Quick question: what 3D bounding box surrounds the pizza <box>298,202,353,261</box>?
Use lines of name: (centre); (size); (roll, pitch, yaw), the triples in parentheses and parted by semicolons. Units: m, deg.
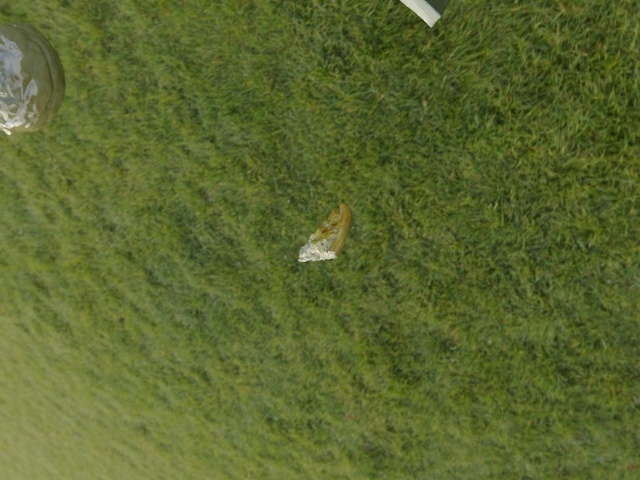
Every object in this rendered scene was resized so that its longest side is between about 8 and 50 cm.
pizza: (0.000, 0.000, 0.756); (0.026, 0.123, 0.108); (42, 121, -18)

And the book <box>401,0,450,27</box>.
book: (0.128, -0.426, 0.746); (0.201, 0.290, 0.026); (37, 143, -9)

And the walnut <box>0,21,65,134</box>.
walnut: (-0.253, -0.132, 0.447); (0.092, 0.092, 0.092); (15, 128, 20)
